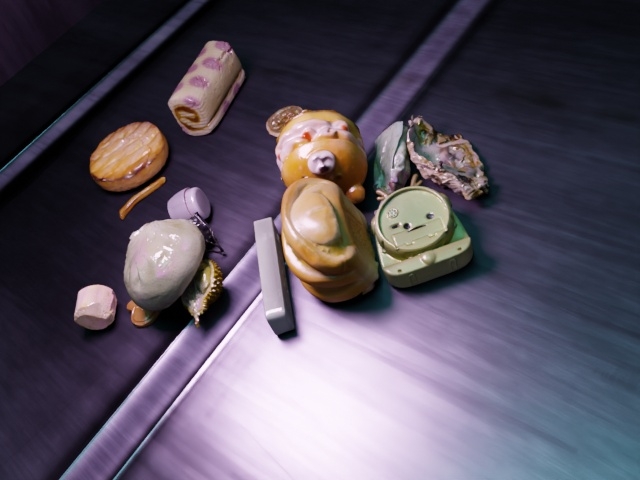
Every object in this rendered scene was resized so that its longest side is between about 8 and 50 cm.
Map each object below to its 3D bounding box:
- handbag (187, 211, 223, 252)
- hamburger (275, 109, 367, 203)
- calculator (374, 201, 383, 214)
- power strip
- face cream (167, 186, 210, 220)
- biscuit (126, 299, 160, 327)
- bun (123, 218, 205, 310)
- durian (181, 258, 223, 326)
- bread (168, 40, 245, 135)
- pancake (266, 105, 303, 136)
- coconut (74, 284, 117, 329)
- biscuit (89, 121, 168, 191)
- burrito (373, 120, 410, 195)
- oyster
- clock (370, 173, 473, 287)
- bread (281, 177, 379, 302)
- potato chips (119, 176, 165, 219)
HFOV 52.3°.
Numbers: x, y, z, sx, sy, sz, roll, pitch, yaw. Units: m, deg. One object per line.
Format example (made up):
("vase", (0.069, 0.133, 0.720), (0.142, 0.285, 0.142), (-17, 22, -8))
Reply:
("handbag", (-0.338, -0.007, 1.943), (0.139, 0.115, 0.072), (33, 68, 21))
("hamburger", (0.007, -0.212, 1.864), (0.276, 0.276, 0.237), (-15, 53, 10))
("calculator", (0.233, -0.079, 1.808), (0.174, 0.032, 0.100), (-1, 53, 21))
("power strip", (-0.130, 0.080, 1.781), (0.062, 0.091, 0.385), (-17, 46, 5))
("face cream", (-0.410, -0.104, 2.036), (0.104, 0.117, 0.117), (-21, 46, 16))
("biscuit", (-0.509, 0.188, 1.888), (0.118, 0.023, 0.140), (-7, 50, 16))
("bun", (-0.453, 0.051, 1.796), (0.283, 0.179, 0.283), (-39, 33, 32))
("durian", (-0.316, 0.145, 1.788), (0.146, 0.102, 0.208), (-32, 43, 34))
("bread", (-0.415, -0.557, 2.385), (0.155, 0.187, 0.339), (6, 55, 24))
("pancake", (-0.117, -0.411, 2.245), (0.151, 0.025, 0.152), (-12, 46, 13))
("coconut", (-0.648, 0.186, 1.885), (0.116, 0.116, 0.122), (-14, 51, 10))
("biscuit", (-0.676, -0.292, 2.320), (0.296, 0.102, 0.297), (-10, 52, 13))
("burrito", (0.212, -0.230, 1.904), (0.089, 0.144, 0.229), (19, 54, -20))
("oyster", (0.347, -0.223, 1.848), (0.201, 0.107, 0.355), (6, 38, -19))
("clock", (0.242, -0.042, 1.698), (0.234, 0.096, 0.308), (-22, 57, 6))
("bread", (0.000, 0.000, 1.689), (0.211, 0.270, 0.316), (-29, 51, 17))
("potato chips", (-0.609, -0.148, 2.219), (0.037, 0.026, 0.204), (32, 67, 35))
